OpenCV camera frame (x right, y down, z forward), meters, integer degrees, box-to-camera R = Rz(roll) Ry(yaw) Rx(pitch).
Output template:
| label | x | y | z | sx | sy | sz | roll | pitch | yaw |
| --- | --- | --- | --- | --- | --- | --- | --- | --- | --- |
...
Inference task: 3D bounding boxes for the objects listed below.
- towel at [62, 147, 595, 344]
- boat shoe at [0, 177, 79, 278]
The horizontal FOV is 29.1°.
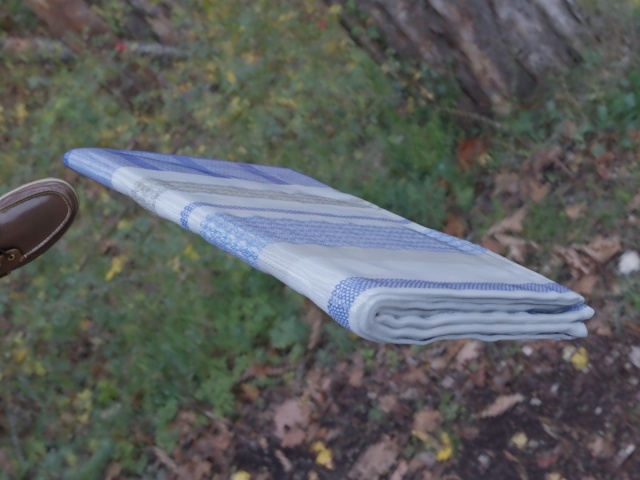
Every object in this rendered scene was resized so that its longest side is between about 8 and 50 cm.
| label | x | y | z | sx | sy | sz | roll | pitch | yaw |
| --- | --- | --- | --- | --- | --- | --- | --- | --- | --- |
| towel | 0.000 | 0.000 | 0.752 | 0.285 | 0.209 | 0.034 | 25 | 105 | 42 |
| boat shoe | -0.290 | 0.008 | 1.082 | 0.178 | 0.064 | 0.060 | -30 | 18 | 5 |
